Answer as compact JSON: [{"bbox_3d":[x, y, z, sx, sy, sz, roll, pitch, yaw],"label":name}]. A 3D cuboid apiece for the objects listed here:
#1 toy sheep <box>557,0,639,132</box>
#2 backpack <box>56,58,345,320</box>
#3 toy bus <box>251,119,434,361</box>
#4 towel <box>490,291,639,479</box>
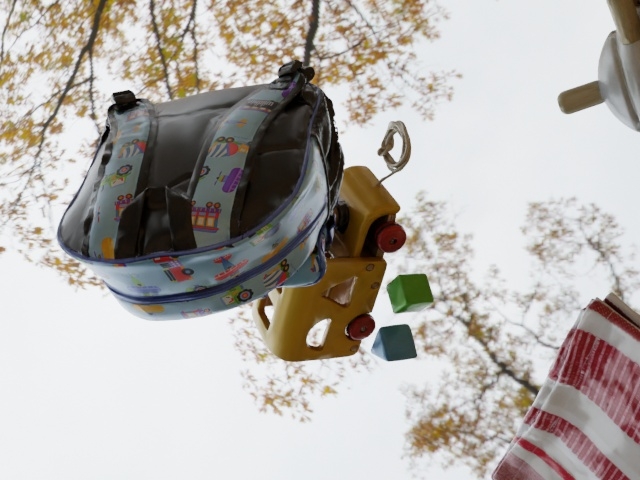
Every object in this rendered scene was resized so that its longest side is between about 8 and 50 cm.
[{"bbox_3d":[0.168,-0.084,0.324,0.091,0.132,0.091,24,-120,-49],"label":"toy sheep"},{"bbox_3d":[-0.066,-0.017,0.451,0.158,0.173,0.117,-7,-55,9],"label":"backpack"},{"bbox_3d":[-0.001,0.013,0.671,0.104,0.191,0.202,-3,-100,-27],"label":"toy bus"},{"bbox_3d":[0.300,0.233,0.730,0.037,0.237,0.329,-24,-38,-30],"label":"towel"}]
